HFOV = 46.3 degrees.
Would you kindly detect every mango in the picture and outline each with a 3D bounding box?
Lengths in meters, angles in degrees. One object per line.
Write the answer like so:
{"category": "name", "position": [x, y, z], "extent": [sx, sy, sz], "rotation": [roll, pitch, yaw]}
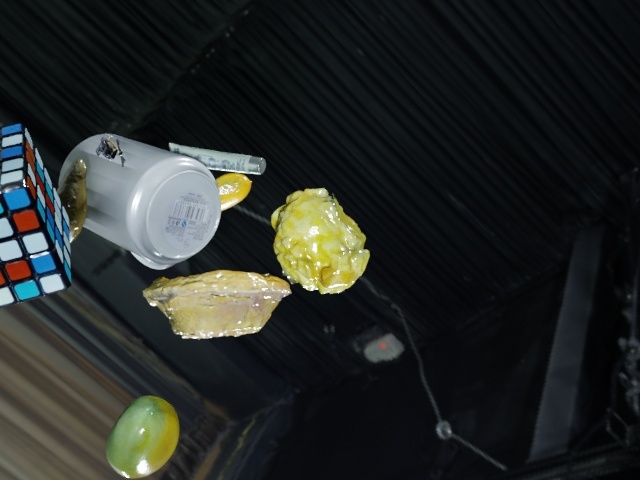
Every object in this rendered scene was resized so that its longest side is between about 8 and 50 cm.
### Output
{"category": "mango", "position": [-0.265, -0.116, 1.939], "extent": [0.190, 0.098, 0.075], "rotation": [-25, -126, -4]}
{"category": "mango", "position": [-0.271, 0.298, 1.146], "extent": [0.130, 0.092, 0.194], "rotation": [-54, 171, -31]}

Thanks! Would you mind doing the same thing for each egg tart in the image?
{"category": "egg tart", "position": [-0.238, 0.152, 1.732], "extent": [0.352, 0.352, 0.150], "rotation": [-18, -107, 63]}

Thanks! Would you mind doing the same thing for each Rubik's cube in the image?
{"category": "Rubik's cube", "position": [-0.461, -0.027, 1.026], "extent": [0.184, 0.187, 0.182], "rotation": [-17, -142, -8]}

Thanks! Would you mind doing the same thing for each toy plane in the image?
{"category": "toy plane", "position": [-0.406, -0.178, 1.444], "extent": [0.031, 0.049, 0.120], "rotation": [-60, -145, 14]}

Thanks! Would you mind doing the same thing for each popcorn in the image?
{"category": "popcorn", "position": [0.000, 0.000, 1.951], "extent": [0.252, 0.286, 0.215], "rotation": [-25, 172, -47]}

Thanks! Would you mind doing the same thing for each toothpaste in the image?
{"category": "toothpaste", "position": [-0.237, -0.180, 1.685], "extent": [0.239, 0.062, 0.039], "rotation": [9, -141, 21]}

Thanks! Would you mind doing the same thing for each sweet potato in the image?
{"category": "sweet potato", "position": [-0.577, -0.036, 1.581], "extent": [0.310, 0.124, 0.098], "rotation": [-34, -157, 16]}

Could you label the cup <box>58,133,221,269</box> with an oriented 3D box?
{"category": "cup", "position": [-0.391, -0.060, 1.688], "extent": [0.327, 0.323, 0.237], "rotation": [21, -135, 39]}
